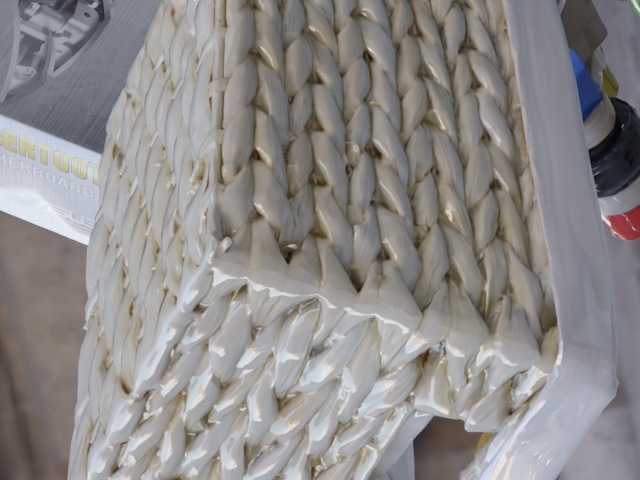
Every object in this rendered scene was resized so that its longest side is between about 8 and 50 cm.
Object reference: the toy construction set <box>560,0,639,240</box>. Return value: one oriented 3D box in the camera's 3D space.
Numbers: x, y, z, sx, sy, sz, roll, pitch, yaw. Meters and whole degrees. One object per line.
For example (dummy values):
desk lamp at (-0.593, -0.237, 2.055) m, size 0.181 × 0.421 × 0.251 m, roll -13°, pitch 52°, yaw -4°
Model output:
toy construction set at (0.161, -0.121, 1.141) m, size 0.237 × 0.308 × 0.258 m, roll 8°, pitch 79°, yaw 49°

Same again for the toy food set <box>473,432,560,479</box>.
toy food set at (0.115, 0.222, 1.053) m, size 0.111 × 0.104 × 0.232 m, roll 177°, pitch 109°, yaw -76°

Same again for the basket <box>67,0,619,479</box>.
basket at (0.000, 0.000, 0.514) m, size 0.167 × 0.103 × 0.113 m, roll -91°, pitch 24°, yaw -48°

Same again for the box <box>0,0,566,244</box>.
box at (-0.042, -0.076, 0.717) m, size 0.056 × 0.231 × 0.183 m, roll 101°, pitch -166°, yaw -52°
